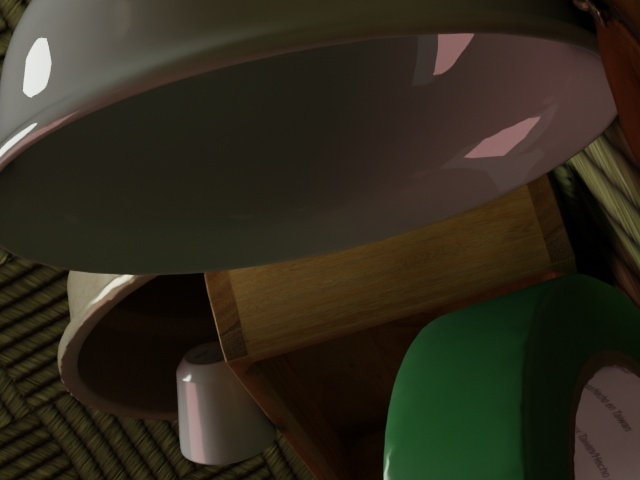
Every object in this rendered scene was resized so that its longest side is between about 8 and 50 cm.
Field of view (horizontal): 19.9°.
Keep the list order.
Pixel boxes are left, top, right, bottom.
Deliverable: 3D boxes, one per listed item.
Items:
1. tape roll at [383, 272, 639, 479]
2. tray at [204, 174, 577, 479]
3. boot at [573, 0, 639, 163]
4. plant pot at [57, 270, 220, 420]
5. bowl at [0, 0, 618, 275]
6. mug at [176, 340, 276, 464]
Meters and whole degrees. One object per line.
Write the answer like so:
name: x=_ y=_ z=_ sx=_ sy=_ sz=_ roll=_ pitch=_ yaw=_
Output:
tape roll: x=0.143 y=0.178 z=0.913 sx=0.321 sy=0.077 sz=0.321 roll=41 pitch=-141 yaw=-45
tray: x=0.071 y=0.080 z=1.210 sx=0.411 sy=0.203 sz=0.076 roll=63 pitch=-169 yaw=-68
boot: x=0.139 y=0.004 z=0.569 sx=0.264 sy=0.096 sz=0.280 roll=62 pitch=178 yaw=-18
plant pot: x=-0.050 y=-0.083 z=1.248 sx=0.334 sy=0.334 sz=0.305 roll=68 pitch=-177 yaw=-67
bowl: x=-0.020 y=-0.092 z=0.837 sx=0.298 sy=0.298 sz=0.134 roll=71 pitch=-173 yaw=-73
mug: x=-0.065 y=0.096 z=1.159 sx=0.078 sy=0.062 sz=0.064 roll=-114 pitch=12 yaw=-67
